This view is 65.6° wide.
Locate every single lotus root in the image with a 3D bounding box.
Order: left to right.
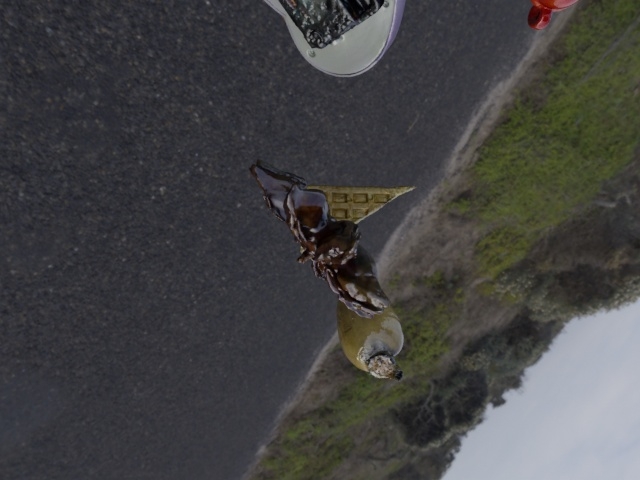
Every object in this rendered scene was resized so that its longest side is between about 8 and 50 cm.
[{"bbox_3d":[0.096,0.179,0.958,0.118,0.220,0.125,-2,139,-15],"label":"lotus root"}]

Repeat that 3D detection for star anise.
[{"bbox_3d":[0.000,0.000,0.693,0.088,0.288,0.288,-38,155,-4],"label":"star anise"}]

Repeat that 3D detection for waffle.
[{"bbox_3d":[0.065,-0.035,0.831,0.032,0.191,0.125,90,2,-75],"label":"waffle"}]

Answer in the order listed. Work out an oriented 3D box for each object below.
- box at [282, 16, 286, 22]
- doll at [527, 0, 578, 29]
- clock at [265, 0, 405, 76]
[{"bbox_3d":[-0.060,-0.497,0.872,0.091,0.273,0.221,-28,175,1],"label":"box"},{"bbox_3d":[0.376,-0.454,0.650,0.160,0.182,0.363,9,137,-13],"label":"doll"},{"bbox_3d":[0.008,-0.265,0.508,0.172,0.198,0.064,-12,-144,48],"label":"clock"}]
